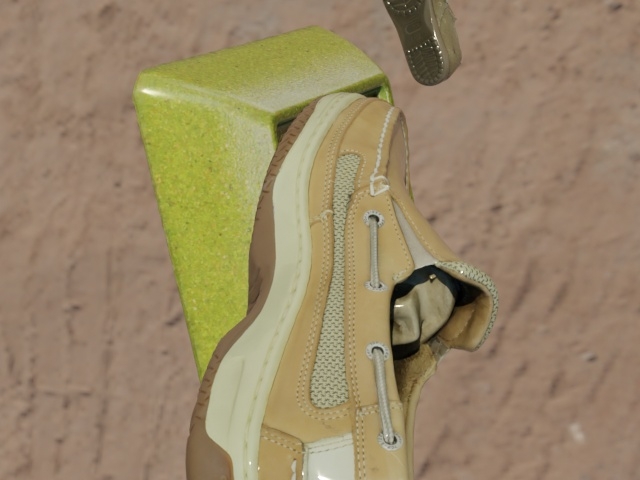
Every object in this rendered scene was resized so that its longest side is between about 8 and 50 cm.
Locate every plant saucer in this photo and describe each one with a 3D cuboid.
[{"bbox_3d":[0.000,0.000,0.717,0.045,0.188,0.188,-8,100,26],"label":"plant saucer"}]

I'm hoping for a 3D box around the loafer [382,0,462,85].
[{"bbox_3d":[0.096,-0.218,1.508,0.056,0.050,0.148,-13,88,33],"label":"loafer"}]

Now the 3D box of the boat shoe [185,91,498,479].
[{"bbox_3d":[0.018,0.020,0.474,0.072,0.190,0.068,-6,130,17],"label":"boat shoe"}]
